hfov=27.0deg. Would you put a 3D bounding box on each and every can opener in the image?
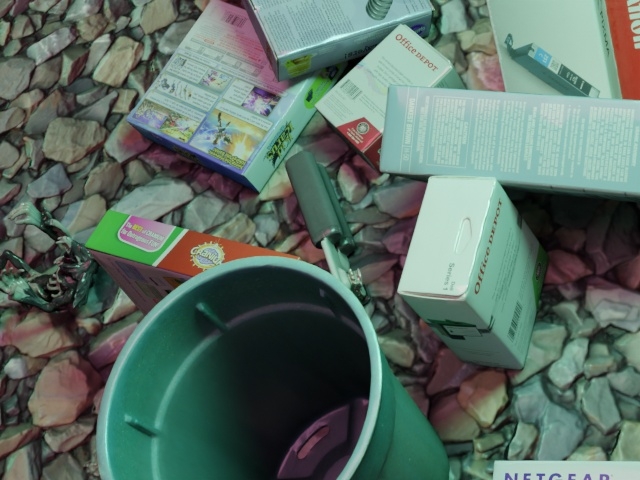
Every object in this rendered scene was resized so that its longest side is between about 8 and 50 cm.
[{"bbox_3d":[0.000,0.000,1.821,0.093,0.074,0.280,-26,54,15],"label":"can opener"}]

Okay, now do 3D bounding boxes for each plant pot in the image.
[{"bbox_3d":[-0.021,0.241,1.532,0.341,0.334,0.341,-13,58,22],"label":"plant pot"}]

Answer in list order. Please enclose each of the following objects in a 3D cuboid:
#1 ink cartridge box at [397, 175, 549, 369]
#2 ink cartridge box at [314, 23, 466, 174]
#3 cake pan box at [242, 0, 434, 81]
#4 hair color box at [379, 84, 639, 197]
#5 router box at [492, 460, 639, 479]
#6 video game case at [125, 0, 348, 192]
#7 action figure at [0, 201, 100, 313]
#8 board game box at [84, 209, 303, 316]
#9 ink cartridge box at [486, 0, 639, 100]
[{"bbox_3d":[0.189,0.040,1.604,0.092,0.219,0.160,4,65,30],"label":"ink cartridge box"},{"bbox_3d":[0.101,-0.200,1.880,0.175,0.072,0.127,-43,52,1],"label":"ink cartridge box"},{"bbox_3d":[0.003,-0.385,1.959,0.246,0.070,0.267,-19,65,-12],"label":"cake pan box"},{"bbox_3d":[0.280,-0.113,1.615,0.374,0.185,0.113,7,91,22],"label":"hair color box"},{"bbox_3d":[0.338,0.390,1.413,0.335,0.082,0.301,-5,61,26],"label":"router box"},{"bbox_3d":[-0.130,-0.226,2.026,0.269,0.061,0.244,27,76,36],"label":"video game case"},{"bbox_3d":[-0.431,0.040,1.991,0.276,0.141,0.164,-17,45,21],"label":"action figure"},{"bbox_3d":[-0.122,0.081,1.734,0.316,0.242,0.064,14,62,33],"label":"board game box"},{"bbox_3d":[0.348,-0.276,1.665,0.261,0.296,0.066,-5,24,26],"label":"ink cartridge box"}]
